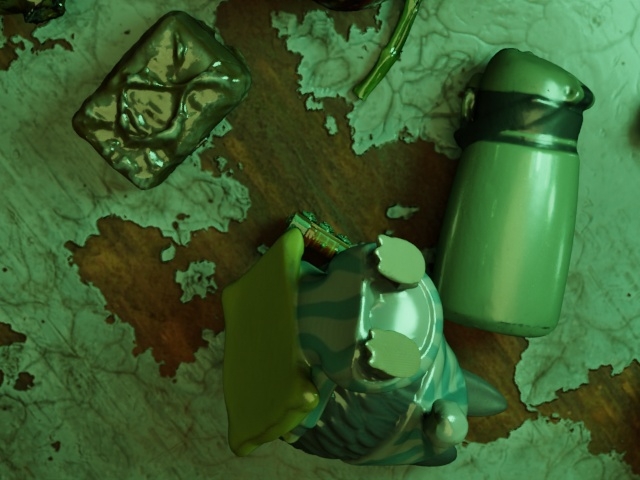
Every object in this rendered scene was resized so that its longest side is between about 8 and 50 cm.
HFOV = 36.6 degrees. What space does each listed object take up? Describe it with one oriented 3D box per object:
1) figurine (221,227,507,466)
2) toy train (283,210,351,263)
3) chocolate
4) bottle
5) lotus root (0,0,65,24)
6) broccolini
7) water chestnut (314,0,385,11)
[{"bbox_3d":[0.105,0.140,1.186,0.377,0.361,0.267,14,70,-31],"label":"figurine"},{"bbox_3d":[0.000,0.000,1.265,0.103,0.064,0.044,33,97,-6],"label":"toy train"},{"bbox_3d":[-0.195,-0.178,1.218,0.148,0.093,0.214,42,97,-9],"label":"chocolate"},{"bbox_3d":[0.242,-0.062,1.212,0.168,0.168,0.347,9,96,-2],"label":"bottle"},{"bbox_3d":[-0.413,-0.369,1.146,0.146,0.160,0.284,-45,94,1],"label":"lotus root"},{"bbox_3d":[0.107,-0.286,1.231,0.054,0.051,0.239,34,106,18],"label":"broccolini"},{"bbox_3d":[0.026,-0.408,1.102,0.289,0.244,0.289,-1,102,-3],"label":"water chestnut"}]
